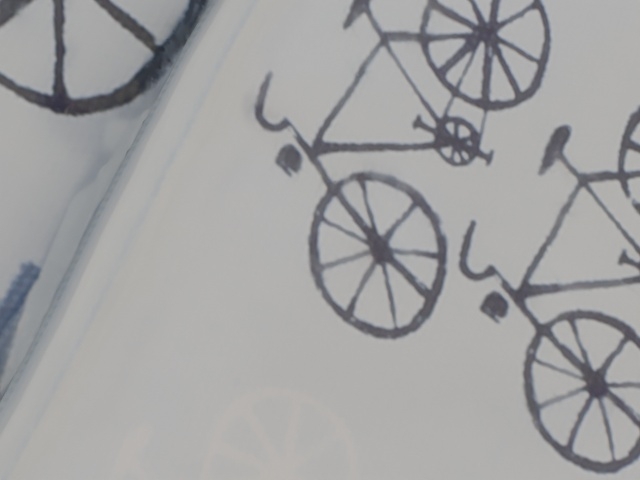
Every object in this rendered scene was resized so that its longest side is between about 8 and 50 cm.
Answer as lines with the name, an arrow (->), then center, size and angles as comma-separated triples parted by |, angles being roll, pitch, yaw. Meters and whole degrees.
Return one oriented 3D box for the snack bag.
snack bag -> -0.019, -0.039, 0.367 | 0.342, 0.323, 0.037 | 34, 152, -14
